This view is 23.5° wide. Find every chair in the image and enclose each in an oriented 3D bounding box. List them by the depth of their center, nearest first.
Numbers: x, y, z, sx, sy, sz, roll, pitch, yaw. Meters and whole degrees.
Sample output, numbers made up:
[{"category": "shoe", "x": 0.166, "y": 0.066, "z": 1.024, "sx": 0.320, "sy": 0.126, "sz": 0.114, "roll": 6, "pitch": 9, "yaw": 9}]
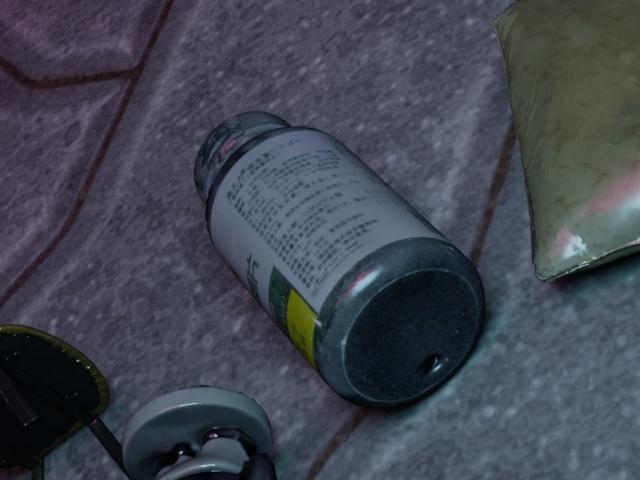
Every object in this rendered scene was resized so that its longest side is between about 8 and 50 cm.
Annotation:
[{"category": "chair", "x": -0.272, "y": 0.149, "z": 1.309, "sx": 0.172, "sy": 0.159, "sz": 0.247, "roll": -37, "pitch": 43, "yaw": 11}]

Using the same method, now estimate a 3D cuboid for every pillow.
[{"category": "pillow", "x": 0.231, "y": -0.113, "z": 1.186, "sx": 0.185, "sy": 0.075, "sz": 0.302, "roll": -22, "pitch": 47, "yaw": 21}]

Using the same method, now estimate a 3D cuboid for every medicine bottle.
[{"category": "medicine bottle", "x": 0.000, "y": 0.000, "z": 1.226, "sx": 0.141, "sy": 0.141, "sz": 0.293, "roll": -44, "pitch": 41, "yaw": 1}]

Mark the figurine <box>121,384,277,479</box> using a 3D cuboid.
[{"category": "figurine", "x": -0.091, "y": 0.237, "z": 1.114, "sx": 0.176, "sy": 0.133, "sz": 0.236, "roll": -38, "pitch": 38, "yaw": 21}]
